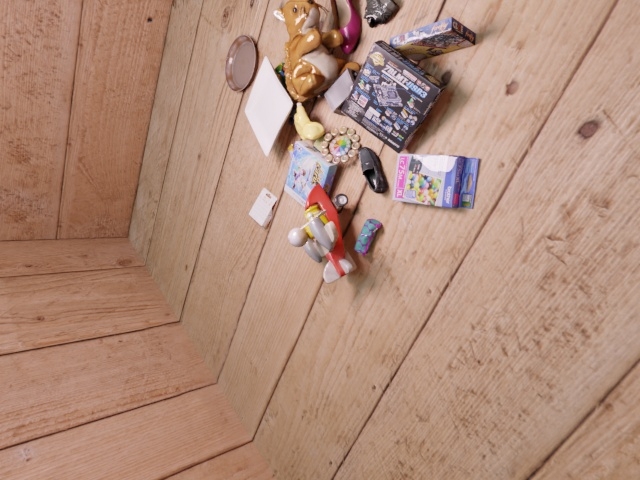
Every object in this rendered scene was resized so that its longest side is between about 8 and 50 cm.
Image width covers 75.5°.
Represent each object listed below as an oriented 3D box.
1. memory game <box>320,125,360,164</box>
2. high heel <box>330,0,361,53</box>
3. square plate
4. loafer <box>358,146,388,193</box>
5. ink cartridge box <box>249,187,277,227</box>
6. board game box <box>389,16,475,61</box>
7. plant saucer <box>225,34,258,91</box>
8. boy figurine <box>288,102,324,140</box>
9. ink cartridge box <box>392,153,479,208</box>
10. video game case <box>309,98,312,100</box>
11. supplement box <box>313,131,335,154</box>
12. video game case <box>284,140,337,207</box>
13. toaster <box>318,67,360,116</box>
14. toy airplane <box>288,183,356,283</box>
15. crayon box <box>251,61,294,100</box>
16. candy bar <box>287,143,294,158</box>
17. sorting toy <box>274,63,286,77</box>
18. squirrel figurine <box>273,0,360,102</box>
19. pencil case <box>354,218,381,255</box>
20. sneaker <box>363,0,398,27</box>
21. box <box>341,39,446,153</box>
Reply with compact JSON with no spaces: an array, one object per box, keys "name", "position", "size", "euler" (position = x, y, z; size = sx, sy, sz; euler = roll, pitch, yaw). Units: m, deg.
[{"name":"memory game","position":[0.085,-0.419,1.814],"size":[0.187,0.012,0.185],"euler":[-6,72,19]},{"name":"high heel","position":[0.066,-0.992,1.745],"size":[0.127,0.182,0.376],"euler":[-7,87,46]},{"name":"square plate","position":[-0.253,-0.656,2.043],"size":[0.344,0.049,0.346],"euler":[-53,55,44]},{"name":"loafer","position":[0.207,-0.295,1.710],"size":[0.076,0.078,0.223],"euler":[-36,67,41]},{"name":"ink cartridge box","position":[-0.310,-0.184,2.296],"size":[0.145,0.045,0.179],"euler":[40,101,38]},{"name":"board game box","position":[0.387,-0.694,1.441],"size":[0.244,0.165,0.042],"euler":[6,96,45]},{"name":"plant saucer","position":[-0.448,-1.011,2.375],"size":[0.311,0.050,0.309],"euler":[4,96,46]},{"name":"boy figurine","position":[-0.075,-0.547,1.914],"size":[0.285,0.092,0.177],"euler":[51,159,49]},{"name":"ink cartridge box","position":[0.413,-0.221,1.517],"size":[0.311,0.065,0.185],"euler":[14,102,43]},{"name":"video game case","position":[-0.063,-0.742,2.016],"size":[0.087,0.011,0.121],"euler":[19,106,44]},{"name":"supplement box","position":[0.024,-0.446,1.909],"size":[0.083,0.056,0.083],"euler":[46,123,34]},{"name":"video game case","position":[-0.053,-0.293,1.946],"size":[0.244,0.061,0.269],"euler":[41,131,30]},{"name":"toaster","position":[0.122,-0.607,1.718],"size":[0.186,0.168,0.110],"euler":[-36,68,40]},{"name":"toy airplane","position":[0.000,0.000,1.770],"size":[0.384,0.273,0.385],"euler":[-111,18,-54]},{"name":"crayon box","position":[-0.236,-0.766,2.143],"size":[0.279,0.081,0.165],"euler":[-23,76,44]},{"name":"candy bar","position":[-0.131,-0.413,2.100],"size":[0.040,0.018,0.161],"euler":[-35,67,42]},{"name":"sorting toy","position":[-0.175,-0.822,2.005],"size":[0.102,0.042,0.061],"euler":[-3,69,37]},{"name":"squirrel figurine","position":[-0.074,-0.823,1.792],"size":[0.369,0.281,0.397],"euler":[65,158,-10]},{"name":"pencil case","position":[0.198,-0.017,1.746],"size":[0.070,0.065,0.151],"euler":[54,129,51]},{"name":"sneaker","position":[0.204,-0.958,1.672],"size":[0.130,0.087,0.227],"euler":[-46,66,30]},{"name":"box","position":[0.257,-0.521,1.524],"size":[0.296,0.073,0.293],"euler":[39,135,9]}]
